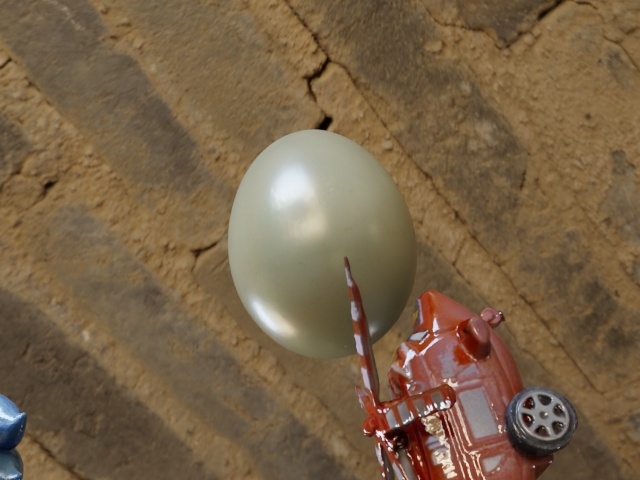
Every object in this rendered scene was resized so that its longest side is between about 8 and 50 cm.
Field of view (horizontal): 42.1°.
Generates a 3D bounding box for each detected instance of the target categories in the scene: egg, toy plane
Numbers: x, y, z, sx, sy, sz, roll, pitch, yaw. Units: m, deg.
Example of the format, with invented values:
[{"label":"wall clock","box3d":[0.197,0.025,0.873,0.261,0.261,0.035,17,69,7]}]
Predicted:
[{"label":"egg","box3d":[0.000,0.000,0.831,0.186,0.241,0.186,-10,-30,-6]},{"label":"toy plane","box3d":[0.065,0.099,0.310,0.077,0.194,0.126,-9,-54,-12]}]

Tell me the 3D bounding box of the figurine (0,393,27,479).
[{"label":"figurine","box3d":[-0.192,0.107,0.416,0.114,0.079,0.114,3,-76,13]}]
